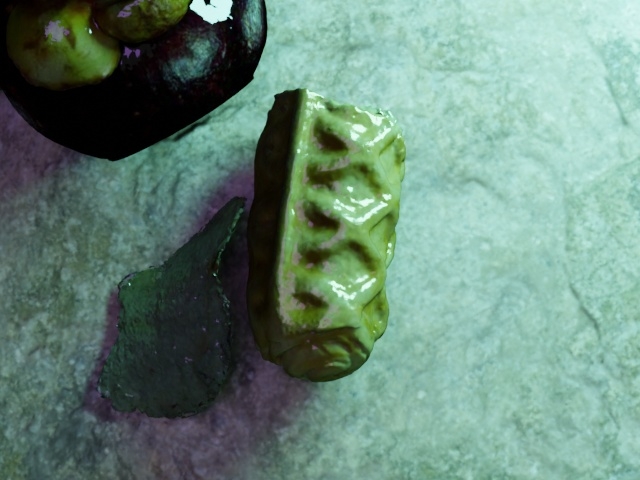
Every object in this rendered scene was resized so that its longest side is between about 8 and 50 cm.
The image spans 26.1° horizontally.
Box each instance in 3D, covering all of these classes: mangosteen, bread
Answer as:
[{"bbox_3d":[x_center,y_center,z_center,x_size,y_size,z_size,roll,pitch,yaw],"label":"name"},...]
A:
[{"bbox_3d":[-0.183,-0.205,1.292,0.288,0.287,0.233,-22,102,5],"label":"mangosteen"},{"bbox_3d":[0.000,0.000,1.301,0.152,0.130,0.267,-4,75,48],"label":"bread"}]

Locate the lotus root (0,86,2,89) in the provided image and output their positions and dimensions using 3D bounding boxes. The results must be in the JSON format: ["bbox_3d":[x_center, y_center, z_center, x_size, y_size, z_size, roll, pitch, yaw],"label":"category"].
[{"bbox_3d":[-0.354,-0.283,1.446,0.170,0.074,0.260,-7,77,8],"label":"lotus root"}]

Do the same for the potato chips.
[{"bbox_3d":[-0.133,0.062,1.338,0.167,0.059,0.228,4,83,42],"label":"potato chips"}]
